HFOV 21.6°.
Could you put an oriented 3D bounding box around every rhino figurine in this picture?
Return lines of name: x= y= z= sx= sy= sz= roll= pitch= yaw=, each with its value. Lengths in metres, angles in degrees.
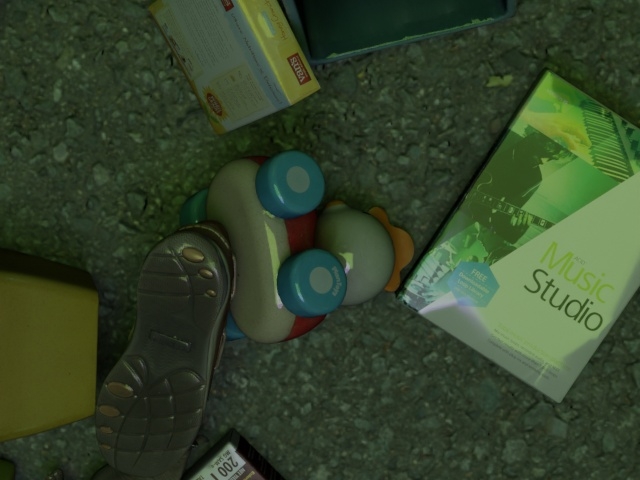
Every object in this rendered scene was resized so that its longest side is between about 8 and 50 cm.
rhino figurine: x=-0.219 y=0.264 z=1.971 sx=0.243 sy=0.073 sz=0.106 roll=-42 pitch=77 yaw=8

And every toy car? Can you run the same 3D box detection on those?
toy car: x=0.000 y=0.000 z=1.910 sx=0.238 sy=0.219 sz=0.210 roll=-9 pitch=83 yaw=-34

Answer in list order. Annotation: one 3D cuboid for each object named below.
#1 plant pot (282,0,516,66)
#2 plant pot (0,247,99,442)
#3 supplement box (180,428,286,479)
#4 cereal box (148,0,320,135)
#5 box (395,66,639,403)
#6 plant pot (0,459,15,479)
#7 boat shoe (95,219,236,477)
plant pot: x=0.063 y=-0.367 z=1.812 sx=0.247 sy=0.247 sz=0.252 roll=-14 pitch=77 yaw=3
plant pot: x=-0.351 y=0.114 z=1.906 sx=0.187 sy=0.212 sz=0.212 roll=0 pitch=98 yaw=-12
supplement box: x=-0.068 y=0.356 z=1.992 sx=0.130 sy=0.073 sz=0.239 roll=-44 pitch=96 yaw=5
cereal box: x=-0.098 y=-0.214 z=1.835 sx=0.047 sy=0.240 sz=0.173 roll=-30 pitch=98 yaw=-23
box: x=0.268 y=-0.005 z=1.946 sx=0.232 sy=0.058 sz=0.322 roll=32 pitch=96 yaw=-4
plant pot: x=-0.486 y=0.371 z=1.919 sx=0.227 sy=0.207 sz=0.228 roll=10 pitch=102 yaw=-7
boat shoe: x=-0.159 y=0.121 z=1.861 sx=0.123 sy=0.116 sz=0.324 roll=24 pitch=117 yaw=3
